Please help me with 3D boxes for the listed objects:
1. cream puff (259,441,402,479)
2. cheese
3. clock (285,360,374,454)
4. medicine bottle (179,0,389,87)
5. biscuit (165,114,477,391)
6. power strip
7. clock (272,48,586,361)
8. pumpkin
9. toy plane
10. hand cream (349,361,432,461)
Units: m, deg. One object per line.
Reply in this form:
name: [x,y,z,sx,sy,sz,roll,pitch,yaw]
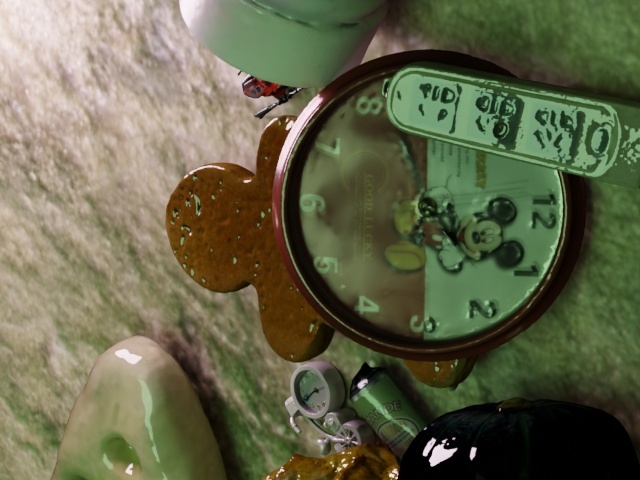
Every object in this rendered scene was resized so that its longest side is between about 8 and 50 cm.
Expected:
cream puff: [0.036,0.323,2.074,0.244,0.244,0.196,41,93,24]
cheese: [-0.185,0.298,2.363,0.351,0.130,0.328,33,127,30]
clock: [0.010,0.203,2.207,0.129,0.041,0.087,52,130,22]
medicine bottle: [0.001,-0.337,1.876,0.212,0.212,0.325,43,132,22]
biscuit: [0.001,0.000,2.114,0.432,0.064,0.283,8,106,40]
power strip: [0.192,-0.117,1.819,0.286,0.048,0.080,14,104,14]
clock: [0.108,-0.034,1.916,0.319,0.080,0.318,1,96,10]
pumpkin: [0.198,0.279,1.904,0.248,0.248,0.248,18,118,37]
toy plane: [-0.043,-0.180,2.103,0.145,0.037,0.060,-23,94,47]
hand cream: [0.114,0.234,2.118,0.235,0.055,0.086,52,138,4]
